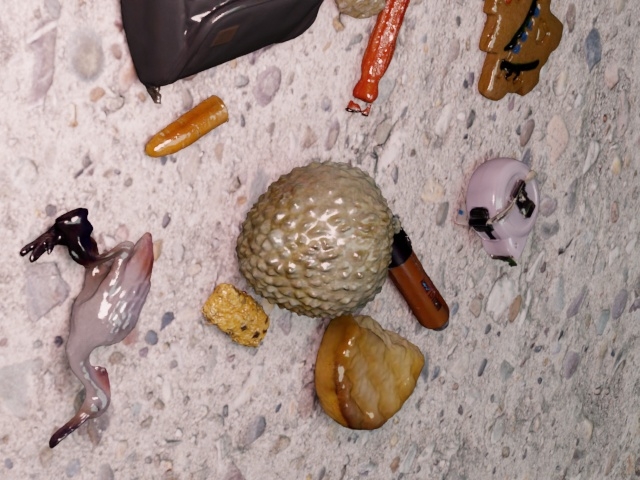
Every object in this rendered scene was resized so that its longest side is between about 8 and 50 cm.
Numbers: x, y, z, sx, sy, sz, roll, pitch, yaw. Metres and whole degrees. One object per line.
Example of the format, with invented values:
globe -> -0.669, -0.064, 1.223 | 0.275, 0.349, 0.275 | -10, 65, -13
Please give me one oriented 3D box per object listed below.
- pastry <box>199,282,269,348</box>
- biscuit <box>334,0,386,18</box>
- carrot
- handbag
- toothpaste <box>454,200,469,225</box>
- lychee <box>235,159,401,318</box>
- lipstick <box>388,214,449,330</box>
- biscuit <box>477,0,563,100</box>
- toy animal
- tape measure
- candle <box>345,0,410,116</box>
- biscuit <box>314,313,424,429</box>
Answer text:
pastry -> -0.132, 0.122, 1.696 | 0.080, 0.056, 0.140 | -54, 141, 1
biscuit -> 0.076, -0.430, 1.630 | 0.133, 0.032, 0.250 | -25, 156, -33
carrot -> -0.195, -0.157, 1.515 | 0.139, 0.048, 0.048 | -39, 132, -28
handbag -> -0.115, -0.341, 1.422 | 0.302, 0.178, 0.274 | -27, 124, -39
toothpaste -> 0.336, -0.040, 2.171 | 0.190, 0.031, 0.048 | 15, 91, -47
lychee -> 0.000, 0.000, 1.666 | 0.275, 0.255, 0.255 | -14, 121, -9
lipstick -> 0.156, 0.050, 1.973 | 0.077, 0.077, 0.418 | -54, 138, -17
biscuit -> 0.386, -0.419, 2.050 | 0.278, 0.043, 0.301 | -45, 135, -26
toy animal -> -0.312, 0.107, 1.464 | 0.195, 0.090, 0.324 | -13, 106, -38
tape measure -> 0.375, -0.074, 2.115 | 0.178, 0.105, 0.196 | 40, 65, -38
candle -> 0.117, -0.367, 1.773 | 0.051, 0.048, 0.329 | -106, -145, -88
biscuit -> 0.078, 0.246, 1.956 | 0.274, 0.091, 0.213 | 41, 72, -50
